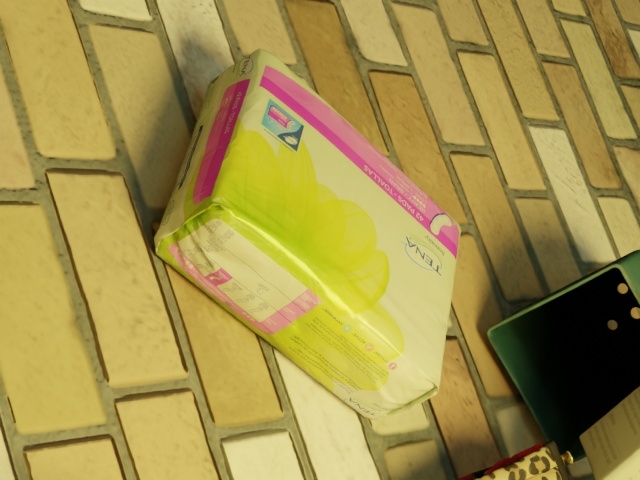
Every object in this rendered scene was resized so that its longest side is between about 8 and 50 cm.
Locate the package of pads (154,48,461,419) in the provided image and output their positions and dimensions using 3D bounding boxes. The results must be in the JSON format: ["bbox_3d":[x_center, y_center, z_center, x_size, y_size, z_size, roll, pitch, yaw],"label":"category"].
[{"bbox_3d":[0.000,0.000,1.364,0.296,0.101,0.229,39,40,-24],"label":"package of pads"}]

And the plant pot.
[{"bbox_3d":[0.323,0.106,1.626,0.165,0.166,0.234,60,27,1],"label":"plant pot"}]

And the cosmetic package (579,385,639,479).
[{"bbox_3d":[0.370,0.204,1.415,0.151,0.184,0.151,47,10,-5],"label":"cosmetic package"}]

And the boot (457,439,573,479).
[{"bbox_3d":[0.256,0.330,1.415,0.377,0.138,0.284,-12,75,-47],"label":"boot"}]
